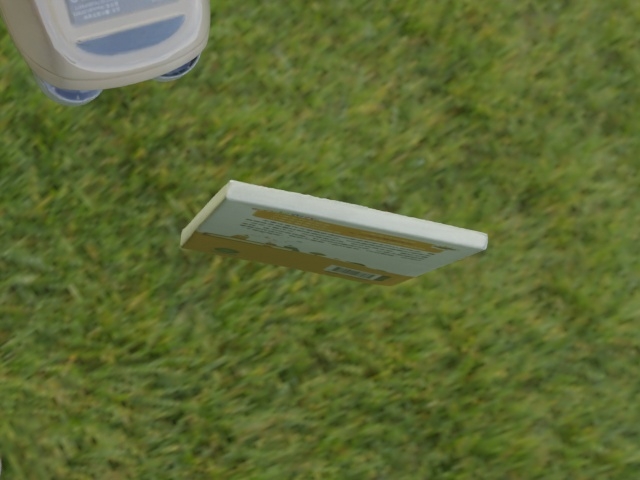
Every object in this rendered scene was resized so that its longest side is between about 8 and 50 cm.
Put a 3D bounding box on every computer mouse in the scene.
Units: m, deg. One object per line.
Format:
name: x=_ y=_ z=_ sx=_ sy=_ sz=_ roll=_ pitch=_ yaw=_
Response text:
computer mouse: x=-0.157 y=-0.212 z=1.127 sx=0.145 sy=0.082 sz=0.236 roll=-20 pitch=101 yaw=-21

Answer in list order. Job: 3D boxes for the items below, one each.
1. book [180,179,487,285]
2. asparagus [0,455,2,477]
book: x=0.000 y=0.000 z=1.429 sx=0.208 sy=0.295 sz=0.020 roll=12 pitch=81 yaw=-10
asparagus: x=-0.105 y=0.118 z=0.487 sx=0.016 sy=0.016 sz=0.162 roll=8 pitch=65 yaw=-11
